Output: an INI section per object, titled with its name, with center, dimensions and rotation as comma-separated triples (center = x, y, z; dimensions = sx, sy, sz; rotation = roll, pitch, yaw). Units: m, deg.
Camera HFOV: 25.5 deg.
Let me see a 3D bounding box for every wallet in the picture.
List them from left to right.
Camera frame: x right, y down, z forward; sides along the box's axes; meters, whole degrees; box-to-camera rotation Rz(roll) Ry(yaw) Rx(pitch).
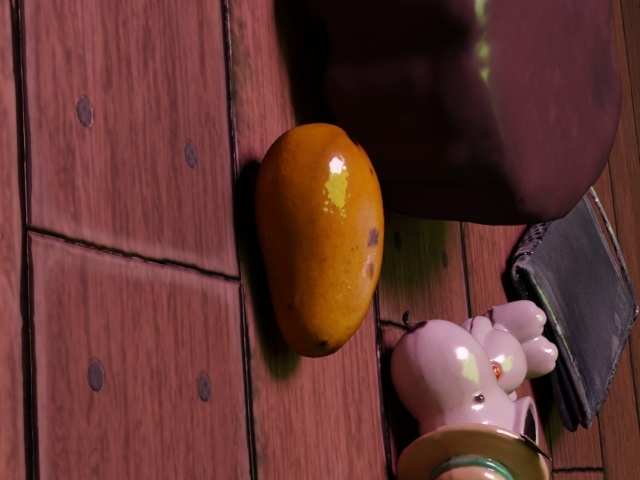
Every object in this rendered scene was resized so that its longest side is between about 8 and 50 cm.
[wallet]
center = 0.322, 0.068, 1.819
dimensions = 0.237, 0.075, 0.342
rotation = 67, 28, -14

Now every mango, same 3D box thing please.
[mango]
center = 0.002, -0.002, 1.091
dimensions = 0.115, 0.090, 0.178
rotation = -20, 103, -56

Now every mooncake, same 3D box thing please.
[mooncake]
center = 0.131, -0.199, 1.283
dimensions = 0.350, 0.212, 0.381
rotation = -28, 117, -61

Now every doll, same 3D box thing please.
[doll]
center = 0.166, 0.159, 1.338
dimensions = 0.271, 0.144, 0.208
rotation = 3, 69, -61
